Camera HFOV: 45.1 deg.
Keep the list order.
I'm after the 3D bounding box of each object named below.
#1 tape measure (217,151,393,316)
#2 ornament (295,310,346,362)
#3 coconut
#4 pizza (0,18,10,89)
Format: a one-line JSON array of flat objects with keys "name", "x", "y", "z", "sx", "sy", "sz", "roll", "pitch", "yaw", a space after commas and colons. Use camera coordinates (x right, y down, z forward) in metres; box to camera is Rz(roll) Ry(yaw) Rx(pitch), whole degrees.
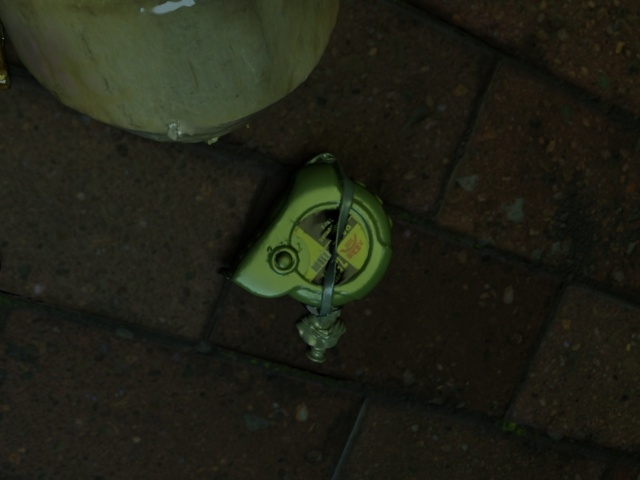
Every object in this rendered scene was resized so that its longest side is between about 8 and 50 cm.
[{"name": "tape measure", "x": 0.000, "y": 0.000, "z": 0.957, "sx": 0.175, "sy": 0.106, "sz": 0.200, "roll": 33, "pitch": 89, "yaw": -10}, {"name": "ornament", "x": 0.003, "y": 0.114, "z": 1.025, "sx": 0.068, "sy": 0.041, "sz": 0.092, "roll": -18, "pitch": 121, "yaw": -11}, {"name": "coconut", "x": -0.149, "y": -0.275, "z": 0.717, "sx": 0.352, "sy": 0.352, "sz": 0.353, "roll": -6, "pitch": 107, "yaw": -19}, {"name": "pizza", "x": -0.370, "y": -0.245, "z": 0.785, "sx": 0.184, "sy": 0.036, "sz": 0.176, "roll": 42, "pitch": 88, "yaw": -25}]
